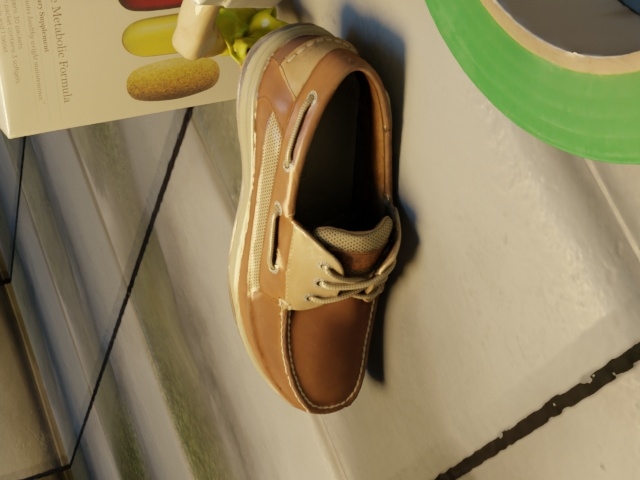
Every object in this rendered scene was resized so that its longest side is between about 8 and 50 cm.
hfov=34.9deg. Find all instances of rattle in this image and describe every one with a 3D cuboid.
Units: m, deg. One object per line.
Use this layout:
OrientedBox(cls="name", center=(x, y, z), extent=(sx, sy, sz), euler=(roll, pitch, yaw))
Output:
OrientedBox(cls="rattle", center=(-0.020, -0.199, 0.792), extent=(0.142, 0.130, 0.199), euler=(52, 120, 22))

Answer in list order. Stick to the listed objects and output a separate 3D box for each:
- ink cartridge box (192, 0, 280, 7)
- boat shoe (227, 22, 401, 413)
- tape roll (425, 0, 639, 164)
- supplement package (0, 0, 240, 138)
OrientedBox(cls="ink cartridge box", center=(-0.057, -0.258, 0.665), extent=(0.128, 0.127, 0.176), euler=(-34, 88, 23))
OrientedBox(cls="boat shoe", center=(0.000, 0.000, 0.794), extent=(0.116, 0.123, 0.324), euler=(30, 130, 54))
OrientedBox(cls="tape roll", center=(0.145, -0.197, 0.446), extent=(0.321, 0.077, 0.321), euler=(41, 138, 51))
OrientedBox(cls="supplement package", center=(-0.184, -0.193, 0.918), extent=(0.134, 0.244, 0.139), euler=(38, 136, 53))
